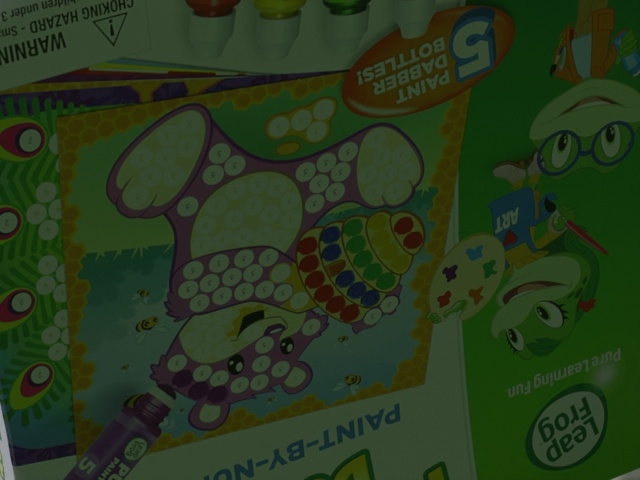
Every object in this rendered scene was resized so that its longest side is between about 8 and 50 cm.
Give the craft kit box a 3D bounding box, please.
[{"bbox_3d":[0.000,0.000,0.645,0.250,0.061,0.247,-19,-56,-22],"label":"craft kit box"}]
